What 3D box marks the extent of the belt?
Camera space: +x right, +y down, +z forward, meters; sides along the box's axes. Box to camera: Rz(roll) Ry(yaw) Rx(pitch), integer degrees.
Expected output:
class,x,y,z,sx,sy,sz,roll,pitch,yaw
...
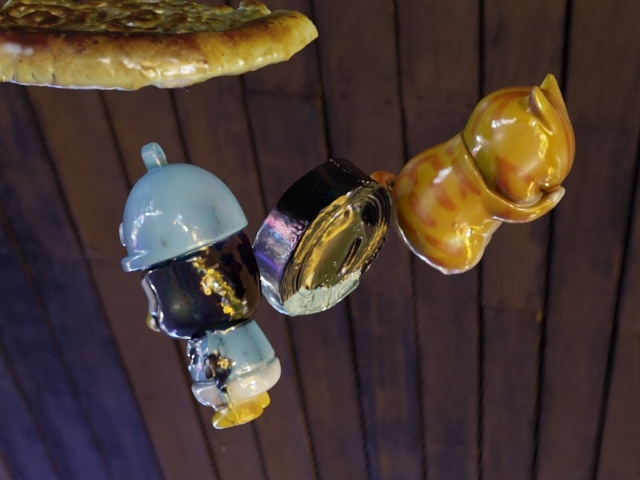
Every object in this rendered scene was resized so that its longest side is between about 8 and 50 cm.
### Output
class,x,y,z,sx,sy,sz,roll,pitch,yaw
belt,0.000,0.000,1.741,0.078,0.198,0.151,39,-175,37

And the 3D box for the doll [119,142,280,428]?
class,x,y,z,sx,sy,sz,roll,pitch,yaw
doll,-0.134,0.044,1.553,0.141,0.177,0.314,-17,93,10

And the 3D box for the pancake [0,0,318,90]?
class,x,y,z,sx,sy,sz,roll,pitch,yaw
pancake,-0.211,-0.242,1.636,0.427,0.305,0.067,0,117,-6

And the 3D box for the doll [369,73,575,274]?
class,x,y,z,sx,sy,sz,roll,pitch,yaw
doll,0.203,-0.078,1.782,0.270,0.166,0.162,-36,100,21
